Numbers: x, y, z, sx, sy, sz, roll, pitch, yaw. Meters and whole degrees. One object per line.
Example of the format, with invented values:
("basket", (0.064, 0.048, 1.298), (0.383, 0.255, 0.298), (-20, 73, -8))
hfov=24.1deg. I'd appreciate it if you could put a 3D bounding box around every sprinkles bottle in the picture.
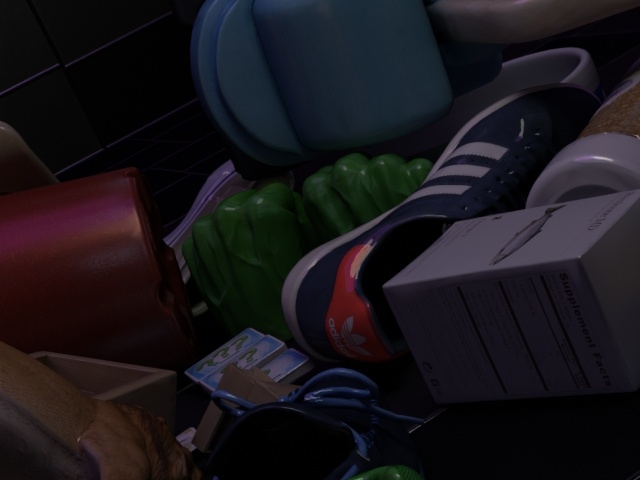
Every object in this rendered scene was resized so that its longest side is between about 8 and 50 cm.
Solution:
("sprinkles bottle", (0.280, -0.080, 1.239), (0.121, 0.121, 0.355), (-16, 17, 34))

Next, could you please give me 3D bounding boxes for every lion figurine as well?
("lion figurine", (-0.211, 0.105, 0.905), (0.142, 0.392, 0.240), (-44, 14, 3))

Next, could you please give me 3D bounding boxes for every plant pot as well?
("plant pot", (-0.272, 0.060, 1.456), (0.265, 0.272, 0.272), (-18, 14, 0))

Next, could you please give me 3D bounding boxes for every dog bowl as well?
("dog bowl", (0.165, -0.091, 1.507), (0.265, 0.104, 0.265), (-24, 15, 7))

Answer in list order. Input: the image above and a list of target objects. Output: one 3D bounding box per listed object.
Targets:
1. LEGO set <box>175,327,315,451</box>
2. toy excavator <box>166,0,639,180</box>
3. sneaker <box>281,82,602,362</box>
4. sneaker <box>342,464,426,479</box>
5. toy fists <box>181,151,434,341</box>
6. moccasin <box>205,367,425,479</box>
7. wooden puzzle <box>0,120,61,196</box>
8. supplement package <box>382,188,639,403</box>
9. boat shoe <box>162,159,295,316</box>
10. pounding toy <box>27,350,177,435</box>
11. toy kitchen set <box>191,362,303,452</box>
("LEGO set", (-0.142, 0.142, 1.287), (0.244, 0.060, 0.182), (-34, 16, -13))
("toy excavator", (0.111, -0.196, 1.358), (0.433, 0.222, 0.445), (-24, 19, -12))
("sneaker", (0.138, -0.010, 1.244), (0.350, 0.131, 0.148), (-40, 20, -18))
("sneaker", (-0.034, 0.226, 0.640), (0.134, 0.146, 0.343), (-15, 19, 37))
("toy fists", (0.000, 0.000, 1.391), (0.279, 0.142, 0.096), (-17, 17, 29))
("moccasin", (-0.005, 0.146, 0.928), (0.137, 0.117, 0.342), (-24, 14, 8))
("wooden puzzle", (-0.403, 0.048, 1.671), (0.322, 0.348, 0.080), (-24, 54, 5))
("supplement package", (0.153, 0.042, 1.051), (0.179, 0.105, 0.105), (-11, 20, 45))
("boat shoe", (-0.104, 0.001, 1.696), (0.094, 0.109, 0.302), (5, 39, 35))
("pounding toy", (-0.244, 0.147, 1.147), (0.206, 0.094, 0.181), (6, 8, 21))
("toy kitchen set", (-0.038, 0.149, 1.173), (0.083, 0.075, 0.068), (34, 13, 37))
